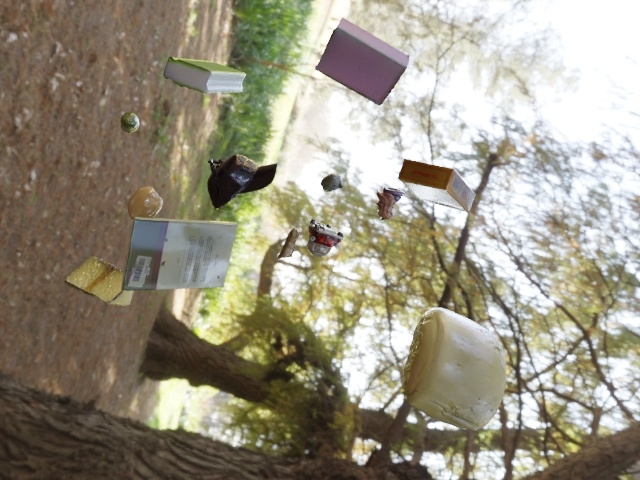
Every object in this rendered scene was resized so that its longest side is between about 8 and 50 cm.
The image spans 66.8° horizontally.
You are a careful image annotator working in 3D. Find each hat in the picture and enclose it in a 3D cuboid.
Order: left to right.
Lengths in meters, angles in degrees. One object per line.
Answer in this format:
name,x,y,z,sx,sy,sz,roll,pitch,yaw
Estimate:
hat,-0.349,-0.296,2.018,0.336,0.208,0.238,-25,-156,16

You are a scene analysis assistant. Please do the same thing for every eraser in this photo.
eraser,-0.443,-0.638,1.877,0.274,0.210,0.092,-38,148,-62

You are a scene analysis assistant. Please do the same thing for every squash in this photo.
squash,-0.744,-0.459,1.895,0.239,0.069,0.069,13,-96,68

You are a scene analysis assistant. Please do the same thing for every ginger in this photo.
ginger,-0.097,0.015,1.541,0.057,0.044,0.137,-22,143,-53

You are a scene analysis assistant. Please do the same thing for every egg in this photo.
egg,-0.469,-0.095,1.290,0.096,0.080,0.080,-45,177,-22

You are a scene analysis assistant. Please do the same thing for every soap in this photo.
soap,0.133,-0.575,1.574,0.181,0.260,0.081,-54,-167,51

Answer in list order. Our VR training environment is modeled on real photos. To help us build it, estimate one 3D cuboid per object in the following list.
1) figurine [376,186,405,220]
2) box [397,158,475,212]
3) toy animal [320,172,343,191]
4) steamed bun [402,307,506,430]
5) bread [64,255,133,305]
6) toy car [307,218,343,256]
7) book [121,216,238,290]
figurine,0.290,-0.168,2.136,0.126,0.114,0.156,37,-79,51
box,0.392,-0.180,1.623,0.274,0.174,0.076,22,89,-57
toy animal,0.038,-0.225,1.961,0.253,0.079,0.070,162,-75,-83
steamed bun,0.320,0.278,1.115,0.166,0.232,0.272,111,4,-48
bread,-0.950,0.197,2.106,0.178,0.266,0.141,-44,149,-53
toy car,0.000,0.000,1.638,0.112,0.112,0.139,-68,-156,10
book,-0.363,0.038,1.277,0.026,0.290,0.201,31,-69,46
